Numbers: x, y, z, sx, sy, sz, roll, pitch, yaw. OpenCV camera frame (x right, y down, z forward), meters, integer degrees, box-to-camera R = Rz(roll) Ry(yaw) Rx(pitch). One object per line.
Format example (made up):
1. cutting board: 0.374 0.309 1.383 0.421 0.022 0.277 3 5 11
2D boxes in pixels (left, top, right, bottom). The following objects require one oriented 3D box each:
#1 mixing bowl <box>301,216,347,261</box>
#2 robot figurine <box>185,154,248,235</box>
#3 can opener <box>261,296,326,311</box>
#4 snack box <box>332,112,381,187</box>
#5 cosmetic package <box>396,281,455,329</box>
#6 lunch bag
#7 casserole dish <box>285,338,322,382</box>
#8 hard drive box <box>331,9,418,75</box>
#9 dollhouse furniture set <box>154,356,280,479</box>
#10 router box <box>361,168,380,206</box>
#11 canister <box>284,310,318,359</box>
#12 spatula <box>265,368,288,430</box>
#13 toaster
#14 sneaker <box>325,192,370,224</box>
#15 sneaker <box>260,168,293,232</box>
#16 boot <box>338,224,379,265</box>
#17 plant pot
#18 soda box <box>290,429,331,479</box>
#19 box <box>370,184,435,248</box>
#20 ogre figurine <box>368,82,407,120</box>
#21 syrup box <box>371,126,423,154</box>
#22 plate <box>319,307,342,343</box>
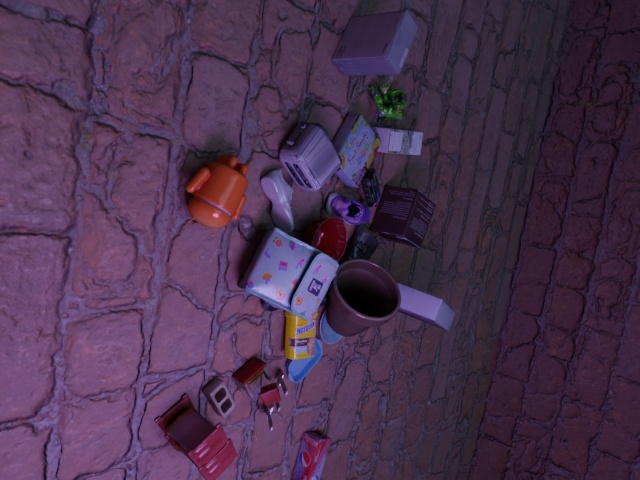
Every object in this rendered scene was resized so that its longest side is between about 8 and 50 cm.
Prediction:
1. mixing bowl: 0.000 0.000 1.712 0.181 0.098 0.182 -16 112 -44
2. robot figurine: -0.283 -0.128 1.340 0.158 0.128 0.219 80 33 -77
3. can opener: -0.094 0.197 1.704 0.280 0.074 0.093 9 129 -47
4. snack box: 0.118 -0.325 1.767 0.174 0.070 0.207 43 68 -46
5. cosmetic package: 0.388 0.265 2.021 0.377 0.284 0.097 35 74 -61
6. lunch bag: -0.091 0.111 1.533 0.262 0.160 0.223 29 79 -14
7. casserole dish: -0.065 0.442 1.820 0.188 0.037 0.114 -44 131 -30
8. hard drive box: 0.176 -0.648 1.612 0.089 0.232 0.181 33 77 -47
9. dollhouse furniture set: -0.278 0.503 1.477 0.374 0.201 0.152 -40 127 -33
10. router box: 0.198 -0.204 1.892 0.092 0.038 0.122 -67 146 -49
11. canister: -0.070 0.328 1.729 0.126 0.073 0.170 3 90 -44
12. spatula: -0.148 0.542 1.642 0.019 0.242 0.168 24 85 -9
13. toaster: -0.031 -0.263 1.581 0.146 0.129 0.227 -53 137 -18
14. sneaker: 0.126 -0.108 1.816 0.236 0.104 0.095 16 88 -50
15. sneaker: -0.117 -0.128 1.569 0.094 0.080 0.212 -47 132 -44
16. boot: 0.171 0.093 1.937 0.229 0.091 0.263 -56 134 -19
17. plant pot: 0.126 0.234 1.770 0.263 0.263 0.229 -25 155 -41
18. soda box: -0.045 0.904 1.946 0.092 0.083 0.263 16 90 -49
19. box: 0.341 -0.099 2.007 0.167 0.168 0.203 26 82 -49
20. ogre figurine: 0.265 -0.523 1.860 0.197 0.096 0.118 -1 84 -63
21. syrup box: 0.303 -0.393 1.932 0.236 0.096 0.093 -8 109 -47
22. plate: 0.055 0.316 1.925 0.188 0.024 0.188 -18 115 -44
